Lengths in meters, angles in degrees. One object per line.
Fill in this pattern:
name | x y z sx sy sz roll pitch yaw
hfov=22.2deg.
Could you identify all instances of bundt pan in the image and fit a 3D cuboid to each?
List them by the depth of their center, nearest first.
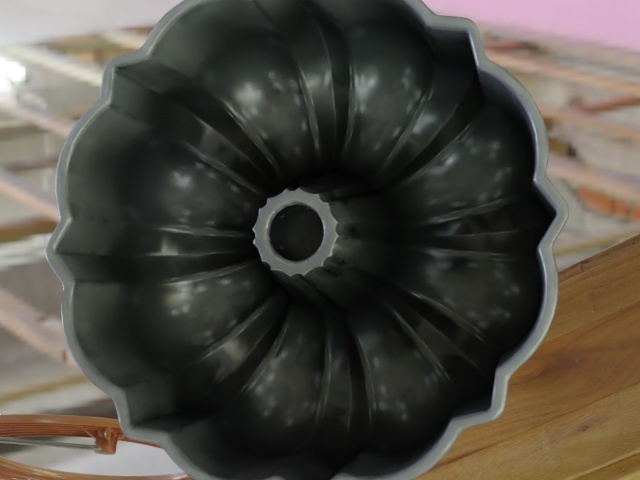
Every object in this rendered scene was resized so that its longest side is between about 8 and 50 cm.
bundt pan | 0.000 0.000 1.043 0.331 0.331 0.124 3 176 15

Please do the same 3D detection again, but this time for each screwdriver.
screwdriver | -0.254 0.160 1.279 0.170 0.025 0.024 8 -174 9

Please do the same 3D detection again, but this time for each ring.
ring | -0.234 0.230 1.659 0.336 0.032 0.336 4 161 1

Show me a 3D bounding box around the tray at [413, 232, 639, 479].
tray | 0.241 0.119 1.379 0.411 0.076 0.203 -26 -125 17
